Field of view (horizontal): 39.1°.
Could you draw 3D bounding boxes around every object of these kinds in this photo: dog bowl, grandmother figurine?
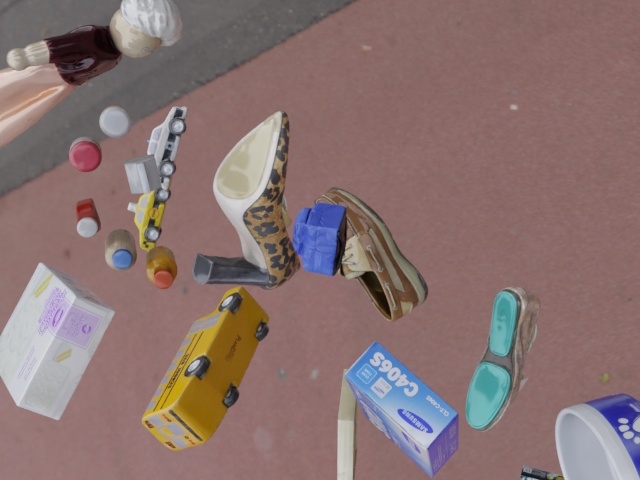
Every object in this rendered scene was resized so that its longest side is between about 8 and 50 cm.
[{"bbox_3d":[0.502,0.395,1.510,0.265,0.104,0.265,164,90,-82],"label":"dog bowl"},{"bbox_3d":[-0.339,-0.231,1.203,0.342,0.208,0.104,-26,102,9],"label":"grandmother figurine"}]

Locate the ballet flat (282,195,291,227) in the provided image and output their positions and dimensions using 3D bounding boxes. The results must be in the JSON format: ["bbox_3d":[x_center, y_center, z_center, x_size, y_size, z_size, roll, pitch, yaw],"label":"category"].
[{"bbox_3d":[-0.137,-0.130,2.273,0.080,0.073,0.232,-20,90,62],"label":"ballet flat"}]

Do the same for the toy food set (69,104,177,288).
[{"bbox_3d":[-0.251,-0.048,1.127,0.104,0.111,0.232,-135,34,-71],"label":"toy food set"}]

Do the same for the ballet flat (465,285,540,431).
[{"bbox_3d":[0.390,0.249,1.860,0.107,0.106,0.316,30,111,47],"label":"ballet flat"}]

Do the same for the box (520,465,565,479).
[{"bbox_3d":[0.460,0.496,1.769,0.137,0.027,0.094,10,133,20],"label":"box"}]

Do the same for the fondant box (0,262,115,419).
[{"bbox_3d":[-0.562,0.197,1.865,0.330,0.096,0.238,20,82,58],"label":"fondant box"}]

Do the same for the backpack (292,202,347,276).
[{"bbox_3d":[0.000,0.000,1.683,0.101,0.098,0.120,9,125,13],"label":"backpack"}]

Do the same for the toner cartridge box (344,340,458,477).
[{"bbox_3d":[0.138,0.282,1.452,0.165,0.348,0.075,39,79,20],"label":"toner cartridge box"}]

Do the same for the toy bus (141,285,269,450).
[{"bbox_3d":[-0.216,0.244,1.772,0.130,0.333,0.108,-24,117,35],"label":"toy bus"}]

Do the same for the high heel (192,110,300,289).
[{"bbox_3d":[-0.060,-0.051,1.245,0.093,0.186,0.261,38,111,35],"label":"high heel"}]

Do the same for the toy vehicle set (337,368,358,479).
[{"bbox_3d":[0.064,0.453,2.090,0.035,0.166,0.267,3,124,5],"label":"toy vehicle set"}]

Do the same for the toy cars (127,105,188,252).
[{"bbox_3d":[-0.375,-0.139,2.028,0.176,0.087,0.394,-85,13,-45],"label":"toy cars"}]

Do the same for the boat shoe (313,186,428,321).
[{"bbox_3d":[0.096,0.034,1.930,0.324,0.120,0.122,50,154,-3],"label":"boat shoe"}]
